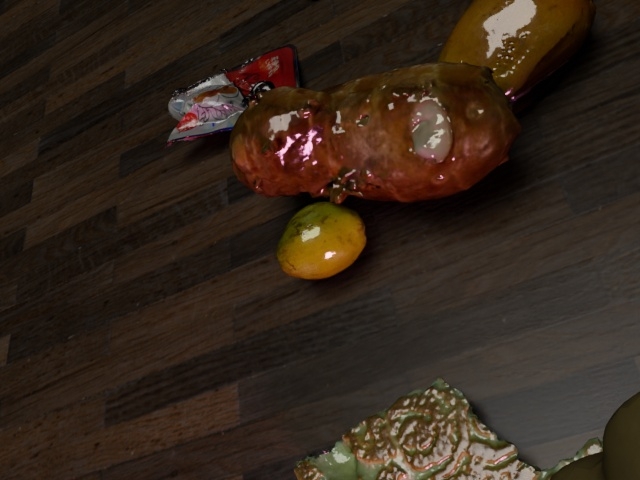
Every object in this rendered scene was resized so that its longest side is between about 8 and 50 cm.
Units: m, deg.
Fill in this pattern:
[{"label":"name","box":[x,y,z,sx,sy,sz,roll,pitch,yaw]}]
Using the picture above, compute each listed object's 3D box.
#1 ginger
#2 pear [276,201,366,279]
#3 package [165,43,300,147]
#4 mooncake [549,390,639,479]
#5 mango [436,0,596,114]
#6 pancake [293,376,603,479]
[{"label":"ginger","box":[0.043,-0.131,0.898,0.418,0.254,0.176,7,113,41]},{"label":"pear","box":[0.000,0.000,0.937,0.131,0.107,0.107,-20,54,13]},{"label":"package","box":[-0.159,-0.250,1.218,0.269,0.071,0.194,-17,57,8]},{"label":"mooncake","box":[0.332,0.203,0.442,0.378,0.378,0.201,-24,48,19]},{"label":"mango","box":[0.250,-0.261,0.918,0.249,0.151,0.156,-46,5,18]},{"label":"pancake","box":[0.128,0.250,0.747,0.376,0.054,0.197,-2,64,30]}]
